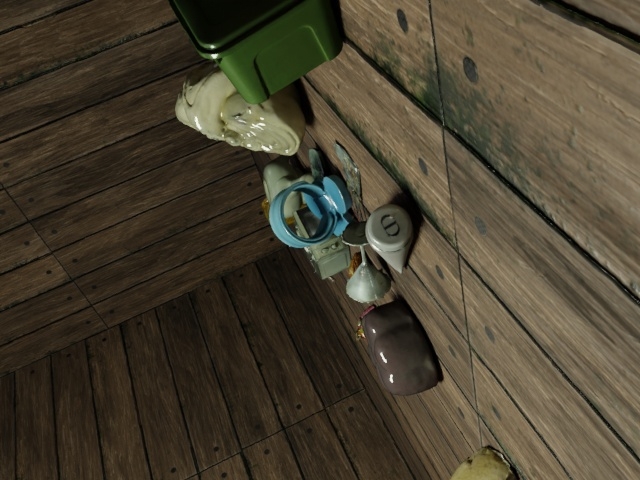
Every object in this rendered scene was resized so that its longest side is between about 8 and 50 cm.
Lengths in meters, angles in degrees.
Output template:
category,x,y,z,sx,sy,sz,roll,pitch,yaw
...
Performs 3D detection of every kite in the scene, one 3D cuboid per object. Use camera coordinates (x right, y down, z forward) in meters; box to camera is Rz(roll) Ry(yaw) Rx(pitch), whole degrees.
category,x,y,z,sx,sy,sz,roll,pitch,yaw
kite,0.078,-0.123,1.554,0.141,0.015,0.245,-120,12,-47

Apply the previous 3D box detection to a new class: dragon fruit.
category,x,y,z,sx,sy,sz,roll,pitch,yaw
dragon fruit,0.158,0.284,2.019,0.147,0.096,0.102,61,169,18

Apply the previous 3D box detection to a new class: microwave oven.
category,x,y,z,sx,sy,sz,roll,pitch,yaw
microwave oven,0.000,0.000,2.095,0.163,0.129,0.205,79,165,-59

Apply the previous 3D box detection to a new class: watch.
category,x,y,z,sx,sy,sz,roll,pitch,yaw
watch,-0.027,-0.066,1.694,0.211,0.193,0.211,44,153,30

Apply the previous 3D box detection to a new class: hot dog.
category,x,y,z,sx,sy,sz,roll,pitch,yaw
hot dog,0.123,0.103,1.791,0.099,0.065,0.147,110,138,-67

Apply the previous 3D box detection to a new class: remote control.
category,x,y,z,sx,sy,sz,roll,pitch,yaw
remote control,0.018,-0.144,1.815,0.097,0.045,0.256,34,146,58

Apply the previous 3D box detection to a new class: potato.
category,x,y,z,sx,sy,sz,roll,pitch,yaw
potato,0.295,0.577,1.365,0.211,0.264,0.189,63,166,-26

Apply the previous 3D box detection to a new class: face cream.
category,x,y,z,sx,sy,sz,roll,pitch,yaw
face cream,0.140,-0.010,1.282,0.143,0.089,0.314,65,-176,9

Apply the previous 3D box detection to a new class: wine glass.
category,x,y,z,sx,sy,sz,roll,pitch,yaw
wine glass,0.105,0.049,1.556,0.122,0.122,0.183,-123,15,-51

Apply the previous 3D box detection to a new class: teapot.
category,x,y,z,sx,sy,sz,roll,pitch,yaw
teapot,-0.102,-0.168,2.192,0.318,0.149,0.220,-123,19,-58

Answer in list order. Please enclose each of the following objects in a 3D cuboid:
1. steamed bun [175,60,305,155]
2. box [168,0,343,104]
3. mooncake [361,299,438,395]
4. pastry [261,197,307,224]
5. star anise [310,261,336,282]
category,x,y,z,sx,sy,sz,roll,pitch,yaw
steamed bun,-0.200,-0.378,1.698,0.352,0.339,0.247,-121,46,-67
box,-0.117,-0.409,1.143,0.329,0.252,0.178,61,-179,41
mooncake,0.194,0.272,1.599,0.245,0.133,0.245,163,90,-85
pastry,-0.129,-0.129,2.446,0.189,0.188,0.103,87,161,-71
star anise,0.001,0.059,2.448,0.209,0.089,0.231,61,-172,-30
